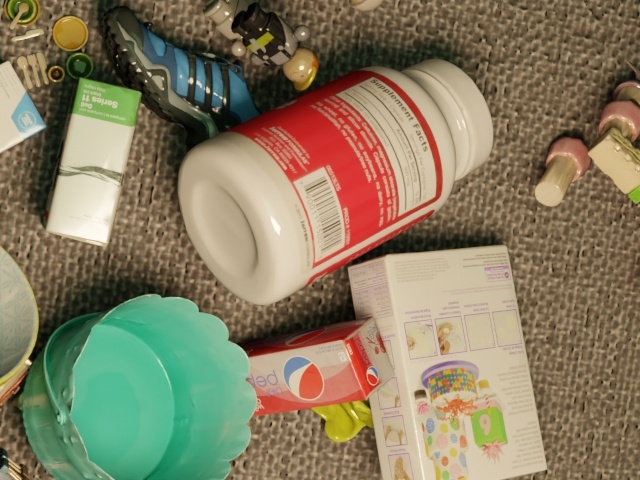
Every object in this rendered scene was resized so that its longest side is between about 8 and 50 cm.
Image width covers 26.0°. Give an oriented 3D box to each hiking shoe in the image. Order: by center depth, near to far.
[{"bbox_3d":[-0.175,-0.219,1.910,0.132,0.113,0.304,-47,113,-13],"label":"hiking shoe"}]

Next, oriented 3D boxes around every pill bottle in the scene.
[{"bbox_3d":[0.031,-0.096,1.860,0.408,0.229,0.229,-28,101,-31],"label":"pill bottle"}]

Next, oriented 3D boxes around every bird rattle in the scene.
[{"bbox_3d":[0.126,0.230,2.003,0.253,0.143,0.207,26,71,-17],"label":"bird rattle"}]

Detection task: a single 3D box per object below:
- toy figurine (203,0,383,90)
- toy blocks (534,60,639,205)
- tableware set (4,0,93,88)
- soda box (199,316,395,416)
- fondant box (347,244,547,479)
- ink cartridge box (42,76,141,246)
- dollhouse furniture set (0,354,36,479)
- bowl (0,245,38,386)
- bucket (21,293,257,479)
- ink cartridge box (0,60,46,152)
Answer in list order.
[{"bbox_3d":[-0.034,-0.323,1.879,0.148,0.213,0.209,37,88,-30],"label":"toy figurine"},{"bbox_3d":[0.527,-0.117,2.012,0.288,0.309,0.260,44,41,-5],"label":"toy blocks"},{"bbox_3d":[-0.371,-0.288,1.890,0.104,0.024,0.154,-16,97,-13],"label":"tableware set"},{"bbox_3d":[-0.035,0.177,1.891,0.083,0.263,0.092,-33,105,-51],"label":"soda box"},{"bbox_3d":[0.179,0.180,1.943,0.238,0.096,0.330,-4,80,-39],"label":"fondant box"},{"bbox_3d":[-0.308,-0.104,1.853,0.087,0.153,0.208,12,90,-14],"label":"ink cartridge box"},{"bbox_3d":[-0.420,0.259,1.863,0.129,0.129,0.183,44,83,-13],"label":"dollhouse furniture set"},{"bbox_3d":[-0.529,0.116,1.795,0.289,0.289,0.156,28,129,-14],"label":"bowl"},{"bbox_3d":[-0.247,0.211,1.830,0.281,0.183,0.281,10,73,-37],"label":"bucket"},{"bbox_3d":[-0.471,-0.152,1.856,0.180,0.060,0.104,-31,101,-10],"label":"ink cartridge box"}]
